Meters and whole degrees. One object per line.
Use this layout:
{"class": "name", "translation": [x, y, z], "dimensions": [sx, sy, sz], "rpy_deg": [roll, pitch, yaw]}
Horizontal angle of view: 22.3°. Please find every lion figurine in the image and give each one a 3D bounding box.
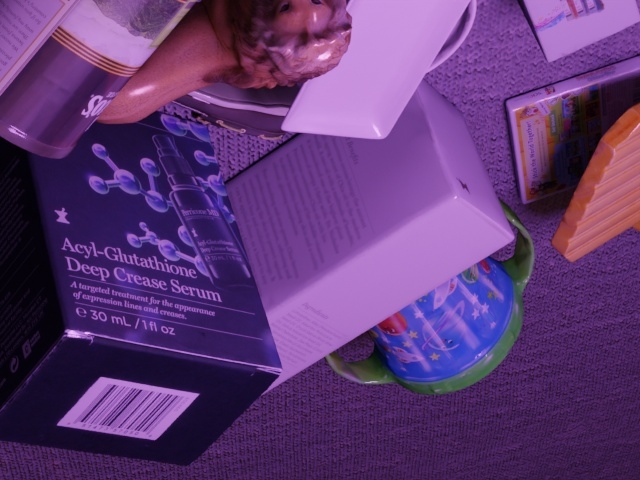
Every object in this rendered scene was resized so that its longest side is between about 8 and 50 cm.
{"class": "lion figurine", "translation": [-0.157, -0.210, 1.775], "dimensions": [0.392, 0.240, 0.142], "rpy_deg": [-27, 144, 13]}

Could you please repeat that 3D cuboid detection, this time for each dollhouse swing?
{"class": "dollhouse swing", "translation": [0.544, -0.060, 2.214], "dimensions": [0.305, 0.315, 0.347], "rpy_deg": [-45, 163, -39]}

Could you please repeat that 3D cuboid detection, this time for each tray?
{"class": "tray", "translation": [0.064, -0.220, 1.853], "dimensions": [0.145, 0.030, 0.270], "rpy_deg": [4, 139, -27]}

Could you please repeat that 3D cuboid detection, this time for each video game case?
{"class": "video game case", "translation": [0.368, -0.153, 2.269], "dimensions": [0.206, 0.026, 0.227], "rpy_deg": [-18, 145, 0]}

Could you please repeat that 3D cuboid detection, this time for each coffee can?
{"class": "coffee can", "translation": [-0.247, -0.249, 1.629], "dimensions": [0.275, 0.201, 0.201], "rpy_deg": [-47, 137, 15]}

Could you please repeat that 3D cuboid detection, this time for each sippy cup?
{"class": "sippy cup", "translation": [0.141, 0.065, 2.310], "dimensions": [0.240, 0.305, 0.224], "rpy_deg": [11, 152, 41]}

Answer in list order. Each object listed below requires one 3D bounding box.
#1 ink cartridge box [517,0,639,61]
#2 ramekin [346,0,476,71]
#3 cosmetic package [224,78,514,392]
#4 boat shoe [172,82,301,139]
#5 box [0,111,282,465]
{"class": "ink cartridge box", "translation": [0.285, -0.326, 1.912], "dimensions": [0.127, 0.128, 0.176], "rpy_deg": [-23, 145, 7]}
{"class": "ramekin", "translation": [0.068, -0.284, 1.889], "dimensions": [0.207, 0.109, 0.207], "rpy_deg": [-12, 143, -9]}
{"class": "cosmetic package", "translation": [0.000, 0.000, 2.137], "dimensions": [0.453, 0.230, 0.161], "rpy_deg": [-32, 143, 20]}
{"class": "boat shoe", "translation": [-0.117, -0.168, 1.985], "dimensions": [0.228, 0.081, 0.068], "rpy_deg": [10, 132, -37]}
{"class": "box", "translation": [-0.260, 0.035, 1.922], "dimensions": [0.294, 0.395, 0.212], "rpy_deg": [13, 133, -38]}
